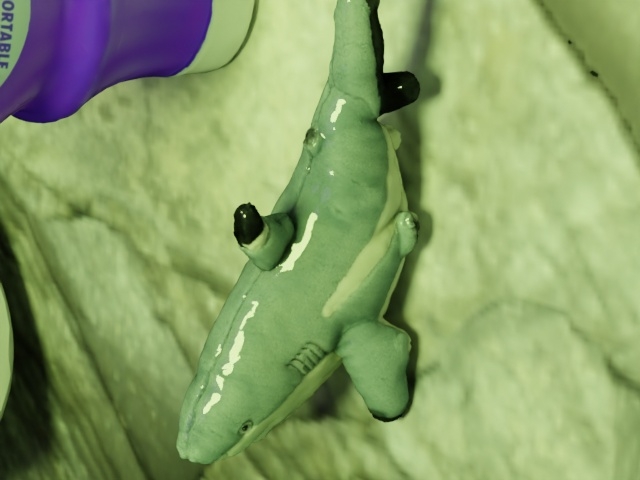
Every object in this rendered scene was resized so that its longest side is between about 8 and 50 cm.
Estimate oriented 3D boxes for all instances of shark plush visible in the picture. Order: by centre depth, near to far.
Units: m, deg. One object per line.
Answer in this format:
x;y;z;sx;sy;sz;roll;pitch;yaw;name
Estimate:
0.000;0.000;0.567;0.073;0.067;0.161;49;130;34;shark plush

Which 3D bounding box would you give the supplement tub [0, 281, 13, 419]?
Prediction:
-0.271;0.082;0.808;0.272;0.191;0.191;-33;71;47;supplement tub

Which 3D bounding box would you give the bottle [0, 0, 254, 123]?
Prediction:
-0.150;-0.079;0.564;0.092;0.282;0.118;27;115;45;bottle
